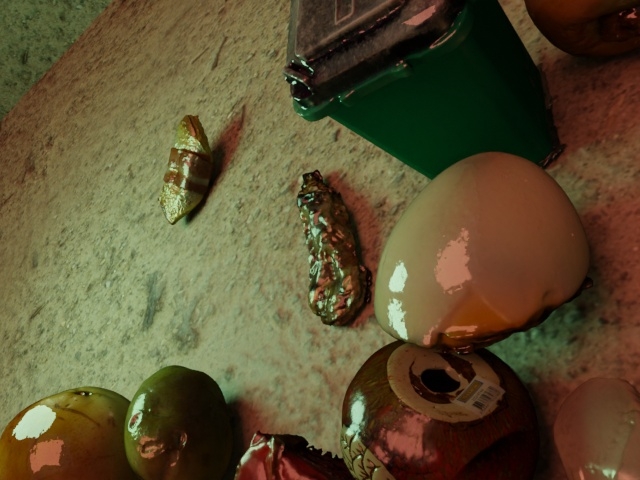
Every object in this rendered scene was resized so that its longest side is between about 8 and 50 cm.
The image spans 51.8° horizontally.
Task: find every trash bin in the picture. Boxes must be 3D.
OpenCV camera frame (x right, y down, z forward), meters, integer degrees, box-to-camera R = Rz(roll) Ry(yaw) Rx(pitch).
[{"bbox_3d":[0.168,-0.249,0.903,0.295,0.381,0.259,-21,55,36],"label":"trash bin"}]

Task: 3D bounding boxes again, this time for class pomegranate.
[{"bbox_3d":[-0.449,0.437,1.233,0.319,0.319,0.319,-24,53,35],"label":"pomegranate"}]

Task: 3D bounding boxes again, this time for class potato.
[{"bbox_3d":[-0.240,0.328,1.140,0.148,0.197,0.228,-42,15,31],"label":"potato"}]

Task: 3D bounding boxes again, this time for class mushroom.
[{"bbox_3d":[0.331,0.288,0.633,0.128,0.128,0.350,-34,51,28],"label":"mushroom"}]

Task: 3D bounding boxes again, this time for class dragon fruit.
[{"bbox_3d":[0.048,0.370,0.846,0.330,0.302,0.240,2,36,33],"label":"dragon fruit"}]

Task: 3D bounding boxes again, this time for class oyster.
[{"bbox_3d":[0.002,-0.001,1.178,0.128,0.078,0.345,-41,46,34],"label":"oyster"}]

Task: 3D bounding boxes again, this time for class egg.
[{"bbox_3d":[0.178,0.000,0.815,0.286,0.174,0.264,-32,22,-18],"label":"egg"}]

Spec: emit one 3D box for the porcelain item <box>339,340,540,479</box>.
[{"bbox_3d":[0.143,0.251,0.805,0.253,0.253,0.253,-24,53,35],"label":"porcelain item"}]

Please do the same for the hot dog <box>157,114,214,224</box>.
[{"bbox_3d":[-0.308,-0.165,1.568,0.123,0.093,0.262,28,104,41],"label":"hot dog"}]

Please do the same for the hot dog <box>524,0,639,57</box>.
[{"bbox_3d":[0.464,-0.417,0.847,0.405,0.185,0.223,-55,40,7],"label":"hot dog"}]
